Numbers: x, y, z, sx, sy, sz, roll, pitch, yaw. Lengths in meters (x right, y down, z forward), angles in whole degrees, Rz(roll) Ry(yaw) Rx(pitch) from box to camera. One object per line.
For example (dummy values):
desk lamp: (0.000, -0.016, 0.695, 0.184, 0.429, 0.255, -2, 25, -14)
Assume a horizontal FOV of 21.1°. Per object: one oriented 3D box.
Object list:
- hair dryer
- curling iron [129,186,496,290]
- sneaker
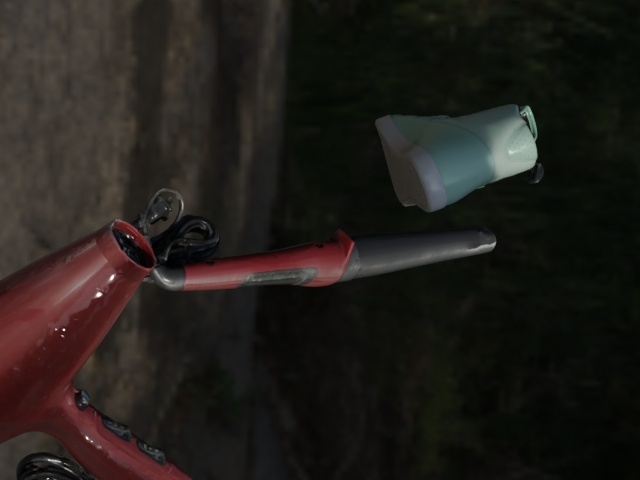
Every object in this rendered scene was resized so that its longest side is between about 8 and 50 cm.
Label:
hair dryer: (-0.150, 0.107, 1.042, 0.080, 0.224, 0.293, -109, -156, -49)
curling iron: (0.000, 0.000, 1.095, 0.035, 0.274, 0.068, -45, -128, 53)
sneaker: (0.150, -0.097, 1.821, 0.256, 0.151, 0.094, -130, -160, -73)
